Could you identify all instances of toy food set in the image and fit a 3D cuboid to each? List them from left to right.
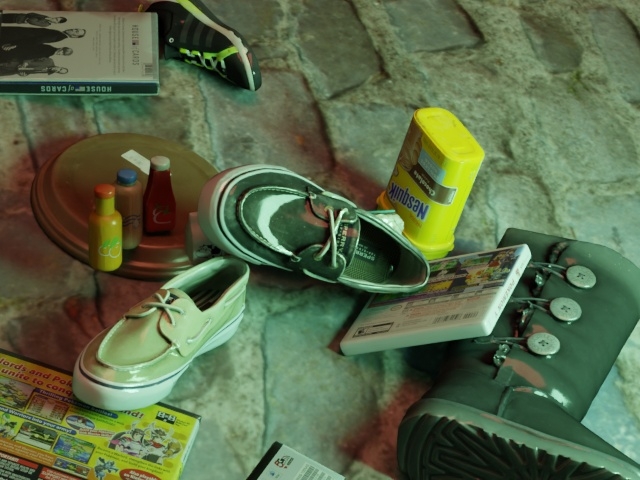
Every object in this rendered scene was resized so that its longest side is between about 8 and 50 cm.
[{"bbox_3d":[-0.171,-0.041,1.965,0.232,0.104,0.111,-6,31,-17],"label":"toy food set"}]

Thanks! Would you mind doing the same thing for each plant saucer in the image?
[{"bbox_3d":[-0.233,-0.054,2.096,0.278,0.041,0.278,11,38,-9],"label":"plant saucer"}]

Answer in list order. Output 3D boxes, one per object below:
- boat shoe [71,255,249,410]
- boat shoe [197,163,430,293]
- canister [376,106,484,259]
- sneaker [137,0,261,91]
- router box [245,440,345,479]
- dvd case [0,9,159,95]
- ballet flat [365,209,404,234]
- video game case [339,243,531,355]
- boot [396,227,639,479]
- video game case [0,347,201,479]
[{"bbox_3d":[-0.180,0.097,1.855,0.109,0.094,0.302,25,29,16],"label":"boat shoe"},{"bbox_3d":[0.006,-0.013,1.953,0.335,0.121,0.119,15,-2,-43],"label":"boat shoe"},{"bbox_3d":[0.147,-0.078,2.173,0.073,0.170,0.126,-8,45,-31],"label":"canister"},{"bbox_3d":[-0.181,-0.279,2.383,0.097,0.084,0.235,-36,59,-18],"label":"sneaker"},{"bbox_3d":[-0.102,0.365,1.471,0.081,0.243,0.309,27,38,11],"label":"router box"},{"bbox_3d":[-0.347,-0.265,2.283,0.239,0.029,0.179,0,40,-7],"label":"dvd case"},{"bbox_3d":[0.000,0.000,2.095,0.241,0.091,0.077,-1,85,-21],"label":"ballet flat"},{"bbox_3d":[0.144,0.074,2.009,0.201,0.023,0.183,-11,25,31],"label":"video game case"},{"bbox_3d":[0.325,0.182,1.970,0.367,0.146,0.445,27,34,8],"label":"boot"},{"bbox_3d":[-0.289,0.234,1.724,0.275,0.035,0.248,18,38,1],"label":"video game case"}]
